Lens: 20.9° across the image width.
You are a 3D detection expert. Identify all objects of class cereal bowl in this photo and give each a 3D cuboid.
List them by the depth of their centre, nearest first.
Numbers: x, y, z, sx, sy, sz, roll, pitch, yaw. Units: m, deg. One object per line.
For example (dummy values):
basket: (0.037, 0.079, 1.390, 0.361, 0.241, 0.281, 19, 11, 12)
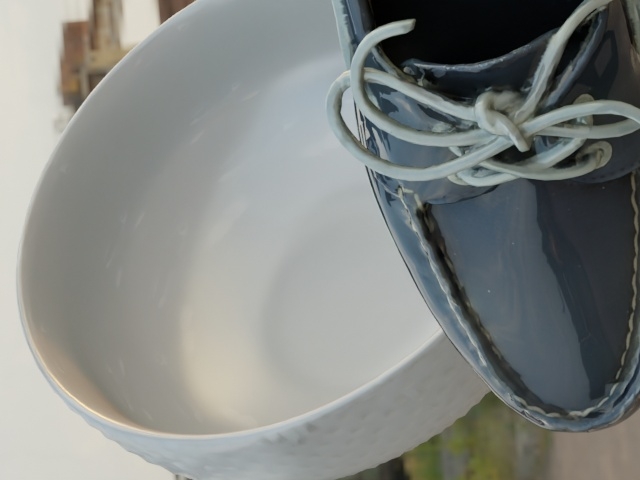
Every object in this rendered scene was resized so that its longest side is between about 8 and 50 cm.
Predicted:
cereal bowl: (0.000, 0.000, 1.011, 0.141, 0.339, 0.339, 50, -152, -45)

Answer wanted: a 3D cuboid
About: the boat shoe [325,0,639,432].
boat shoe: (0.048, -0.058, 0.475, 0.079, 0.095, 0.255, -72, -28, -74)
